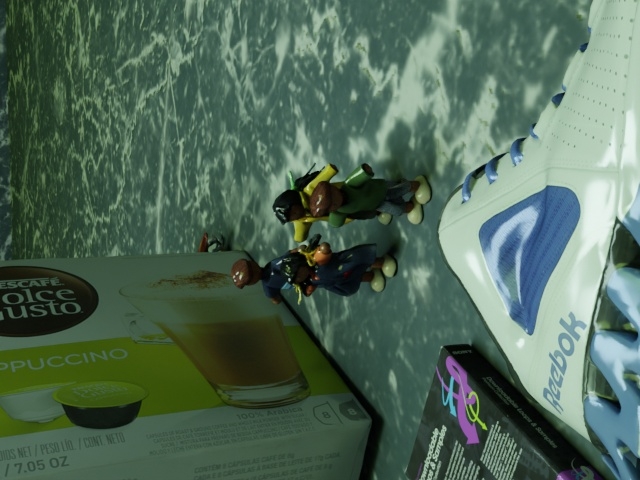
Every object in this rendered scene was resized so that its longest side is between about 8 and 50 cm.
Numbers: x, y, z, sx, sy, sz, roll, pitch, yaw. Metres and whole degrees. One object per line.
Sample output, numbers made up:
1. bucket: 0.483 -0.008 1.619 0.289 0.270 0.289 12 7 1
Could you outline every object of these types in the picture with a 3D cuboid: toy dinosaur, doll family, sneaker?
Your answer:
1. toy dinosaur: -0.147 0.029 1.077 0.082 0.090 0.047 -42 52 0
2. doll family: 0.000 0.000 0.740 0.076 0.111 0.193 61 144 41
3. sneaker: 0.135 -0.036 0.456 0.182 0.127 0.316 26 117 58

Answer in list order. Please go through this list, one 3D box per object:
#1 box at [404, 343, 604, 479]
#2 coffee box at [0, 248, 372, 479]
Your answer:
1. box: 0.117 0.160 0.617 0.162 0.029 0.116 47 132 50
2. coffee box: -0.197 0.231 0.897 0.334 0.337 0.338 -132 46 -53
